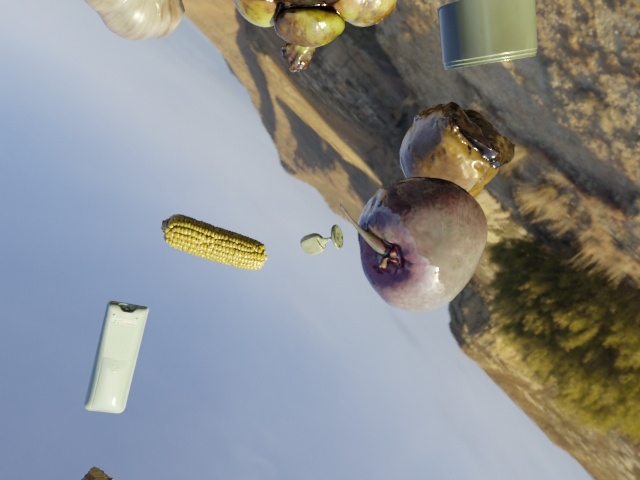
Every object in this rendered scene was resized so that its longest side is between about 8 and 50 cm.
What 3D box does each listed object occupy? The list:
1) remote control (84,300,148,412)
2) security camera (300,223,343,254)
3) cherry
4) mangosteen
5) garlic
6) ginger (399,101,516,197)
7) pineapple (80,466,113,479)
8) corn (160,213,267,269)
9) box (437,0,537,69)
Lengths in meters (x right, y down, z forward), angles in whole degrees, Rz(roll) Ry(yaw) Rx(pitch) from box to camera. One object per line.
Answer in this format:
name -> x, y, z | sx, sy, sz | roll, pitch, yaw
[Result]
remote control -> -0.524, 0.303, 1.384 | 0.103, 0.293, 0.051 | 13, -175, -19
security camera -> 0.000, 0.000, 1.196 | 0.058, 0.092, 0.058 | 35, -130, -55
cherry -> 0.159, 0.003, 0.860 | 0.266, 0.213, 0.183 | -12, -156, -26
mangosteen -> -0.009, -0.279, 0.533 | 0.192, 0.192, 0.217 | -120, 25, -48
garlic -> -0.392, -0.541, 1.087 | 0.256, 0.207, 0.207 | 54, -168, 12
ginger -> 0.272, -0.185, 1.165 | 0.269, 0.223, 0.200 | -17, -113, -53
pineapple -> -0.294, 0.323, 0.706 | 0.045, 0.019, 0.083 | 20, 175, -4
corn -> -0.228, 0.006, 1.159 | 0.238, 0.080, 0.080 | 20, -164, -7
box -> 0.406, -0.510, 1.317 | 0.226, 0.226, 0.149 | -89, -9, -74
